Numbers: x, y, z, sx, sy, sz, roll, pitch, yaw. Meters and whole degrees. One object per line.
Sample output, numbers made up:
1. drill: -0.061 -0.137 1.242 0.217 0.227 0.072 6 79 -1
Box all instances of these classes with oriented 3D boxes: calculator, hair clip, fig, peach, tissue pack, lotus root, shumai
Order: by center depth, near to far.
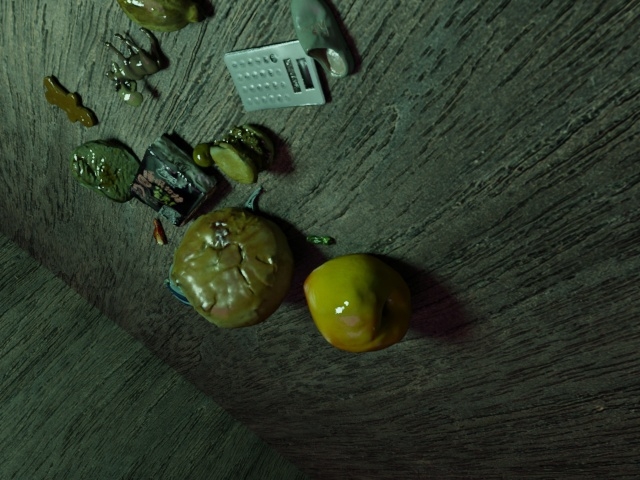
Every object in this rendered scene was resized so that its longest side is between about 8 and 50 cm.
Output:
1. lotus root: -0.379 -0.562 1.046 0.214 0.138 0.138 17 138 5
2. calculator: -0.109 -0.399 1.090 0.262 0.021 0.161 5 132 32
3. peach: 0.108 0.179 1.322 0.308 0.289 0.288 8 136 54
4. fig: -0.359 -0.262 1.369 0.088 0.074 0.074 2 132 55
5. hair clip: -0.210 -0.132 1.427 0.039 0.030 0.115 24 146 -16
6. tissue pack: -0.497 -0.189 1.506 0.245 0.123 0.332 40 144 -14
7. shumai: -0.788 -0.262 1.625 0.218 0.189 0.256 18 158 47

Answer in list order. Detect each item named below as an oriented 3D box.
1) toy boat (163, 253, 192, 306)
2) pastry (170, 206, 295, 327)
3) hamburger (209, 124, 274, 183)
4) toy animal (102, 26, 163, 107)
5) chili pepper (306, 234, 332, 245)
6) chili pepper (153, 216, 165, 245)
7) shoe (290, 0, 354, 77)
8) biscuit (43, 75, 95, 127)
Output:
1. toy boat: -0.628 0.177 2.010 0.221 0.067 0.291 23 136 16
2. pastry: -0.279 0.091 1.453 0.410 0.409 0.245 23 168 15
3. hamburger: -0.217 -0.242 1.248 0.185 0.131 0.159 13 145 35
4. toy animal: -0.531 -0.480 1.256 0.215 0.093 0.186 0 138 25
5. chili pepper: 0.000 0.000 1.411 0.091 0.034 0.030 8 100 31
6. chili pepper: -0.675 -0.038 1.851 0.045 0.027 0.178 19 139 13
7. shoe: -0.002 -0.426 0.944 0.079 0.078 0.195 -13 125 43
8. biscuit: -0.870 -0.471 1.553 0.205 0.031 0.138 38 141 -2
